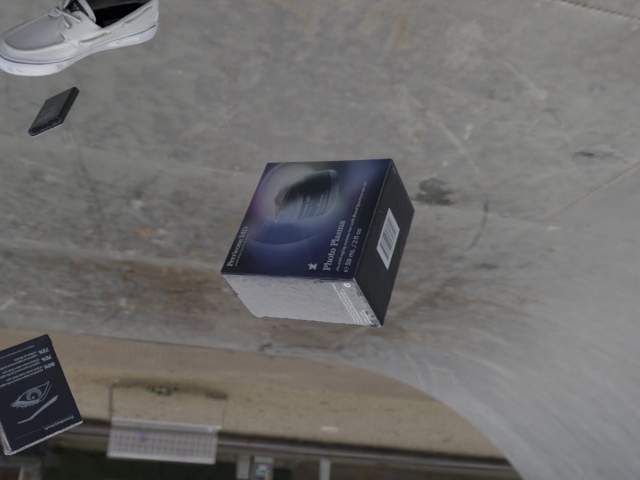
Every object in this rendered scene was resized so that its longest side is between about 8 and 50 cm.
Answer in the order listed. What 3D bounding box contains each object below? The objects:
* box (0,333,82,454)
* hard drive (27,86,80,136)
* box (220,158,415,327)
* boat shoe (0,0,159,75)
[{"bbox_3d":[-0.614,0.321,1.587,0.153,0.207,0.108,-19,176,-34],"label":"box"},{"bbox_3d":[-0.620,-0.302,1.771,0.094,0.135,0.022,-19,128,19],"label":"hard drive"},{"bbox_3d":[0.000,0.000,1.536,0.294,0.296,0.182,0,143,27],"label":"box"},{"bbox_3d":[-0.366,-0.329,1.157,0.268,0.096,0.088,-21,159,-27],"label":"boat shoe"}]
